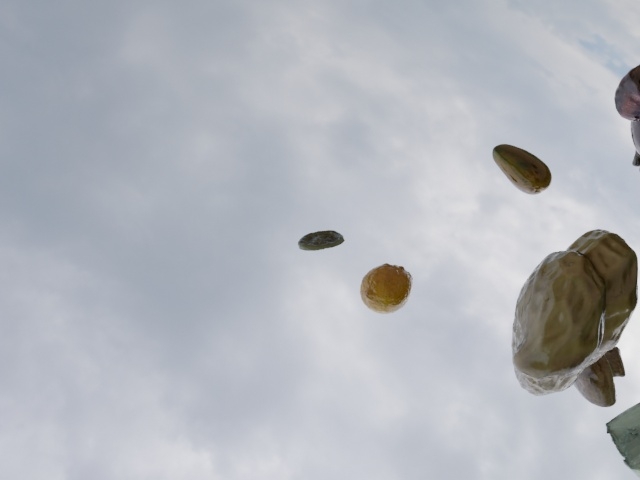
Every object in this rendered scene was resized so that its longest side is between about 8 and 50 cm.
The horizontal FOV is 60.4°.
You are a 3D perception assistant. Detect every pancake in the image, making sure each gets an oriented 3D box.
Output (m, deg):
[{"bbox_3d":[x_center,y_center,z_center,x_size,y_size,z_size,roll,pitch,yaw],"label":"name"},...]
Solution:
[{"bbox_3d":[0.000,0.000,1.179,0.108,0.017,0.108,-4,-160,2],"label":"pancake"}]

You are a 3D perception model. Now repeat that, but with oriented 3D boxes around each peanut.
[{"bbox_3d":[0.295,0.089,0.649,0.233,0.196,0.110,-14,-145,-42],"label":"peanut"}]

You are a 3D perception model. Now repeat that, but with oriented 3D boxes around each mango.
[{"bbox_3d":[0.507,-0.184,1.386,0.163,0.089,0.111,48,-156,15],"label":"mango"}]

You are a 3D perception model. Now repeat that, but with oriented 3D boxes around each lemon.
[{"bbox_3d":[0.194,0.137,1.595,0.187,0.142,0.142,-21,-115,-38],"label":"lemon"}]

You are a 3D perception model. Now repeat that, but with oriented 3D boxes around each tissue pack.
[{"bbox_3d":[0.938,0.527,1.382,0.388,0.287,0.162,42,-159,-31],"label":"tissue pack"}]

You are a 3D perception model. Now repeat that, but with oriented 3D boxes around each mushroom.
[{"bbox_3d":[0.797,0.334,1.617,0.151,0.156,0.285,59,-151,-32],"label":"mushroom"}]

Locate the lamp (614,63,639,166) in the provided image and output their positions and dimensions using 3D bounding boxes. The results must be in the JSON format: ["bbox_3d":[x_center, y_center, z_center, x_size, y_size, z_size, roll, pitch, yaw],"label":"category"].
[{"bbox_3d":[0.443,-0.150,0.636,0.215,0.151,0.223,34,-172,3],"label":"lamp"}]
